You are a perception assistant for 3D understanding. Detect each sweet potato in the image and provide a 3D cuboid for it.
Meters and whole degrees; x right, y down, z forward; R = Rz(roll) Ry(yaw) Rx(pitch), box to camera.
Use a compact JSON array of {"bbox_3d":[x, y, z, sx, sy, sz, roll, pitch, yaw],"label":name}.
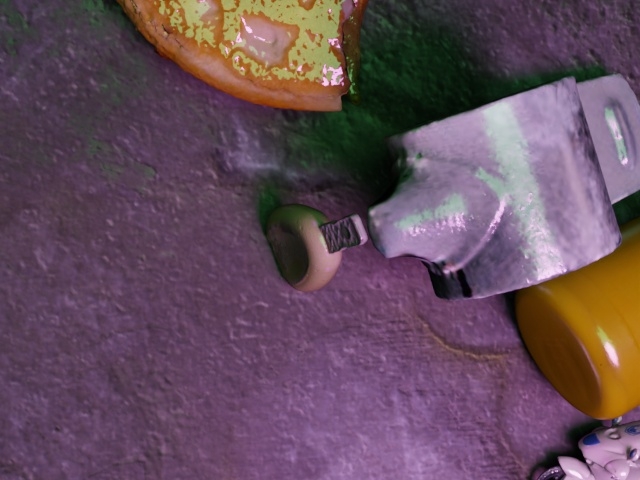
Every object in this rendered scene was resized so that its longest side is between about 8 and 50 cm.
[{"bbox_3d":[0.036,-0.252,1.005,0.050,0.050,0.214,9,88,-10],"label":"sweet potato"}]

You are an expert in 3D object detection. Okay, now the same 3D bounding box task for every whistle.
[{"bbox_3d":[0.207,-0.066,0.952,0.188,0.405,0.168,-15,96,32],"label":"whistle"}]

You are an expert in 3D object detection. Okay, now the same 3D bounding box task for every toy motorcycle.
[{"bbox_3d":[0.363,0.286,1.052,0.221,0.102,0.150,29,106,-7],"label":"toy motorcycle"}]

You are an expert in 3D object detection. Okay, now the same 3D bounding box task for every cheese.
[{"bbox_3d":[0.000,0.000,0.929,0.037,0.192,0.097,-23,91,-24],"label":"cheese"}]

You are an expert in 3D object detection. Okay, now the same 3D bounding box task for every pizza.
[{"bbox_3d":[-0.092,-0.311,0.946,0.409,0.114,0.278,44,87,-5],"label":"pizza"}]

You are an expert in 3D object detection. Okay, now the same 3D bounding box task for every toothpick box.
[{"bbox_3d":[0.364,0.057,1.009,0.271,0.175,0.175,-28,95,-12],"label":"toothpick box"}]
